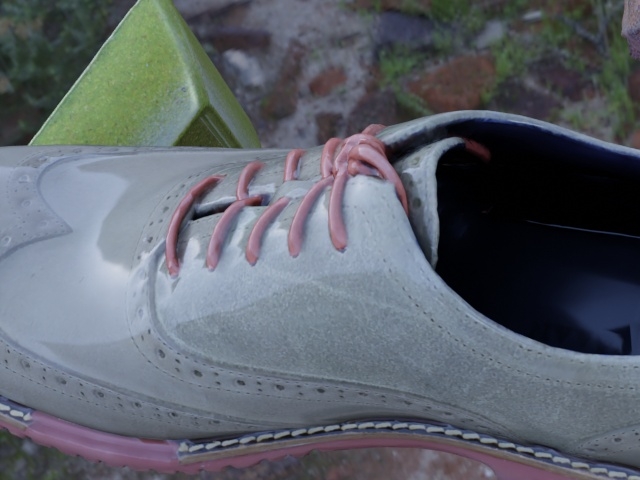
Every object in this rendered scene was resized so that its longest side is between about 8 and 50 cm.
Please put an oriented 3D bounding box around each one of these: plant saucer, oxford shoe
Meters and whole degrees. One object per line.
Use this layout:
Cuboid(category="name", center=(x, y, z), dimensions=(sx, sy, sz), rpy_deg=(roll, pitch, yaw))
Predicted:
Cuboid(category="plant saucer", center=(-0.095, -0.006, 0.615), dimensions=(0.045, 0.188, 0.188), rpy_deg=(34, 84, 16))
Cuboid(category="oxford shoe", center=(0.000, 0.000, 0.384), dimensions=(0.348, 0.130, 0.123), rpy_deg=(5, 56, 8))

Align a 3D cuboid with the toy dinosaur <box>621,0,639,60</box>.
Cuboid(category="toy dinosaur", center=(0.213, -0.134, 0.612), dimensions=(0.127, 0.296, 0.200), rpy_deg=(18, 77, -11))
